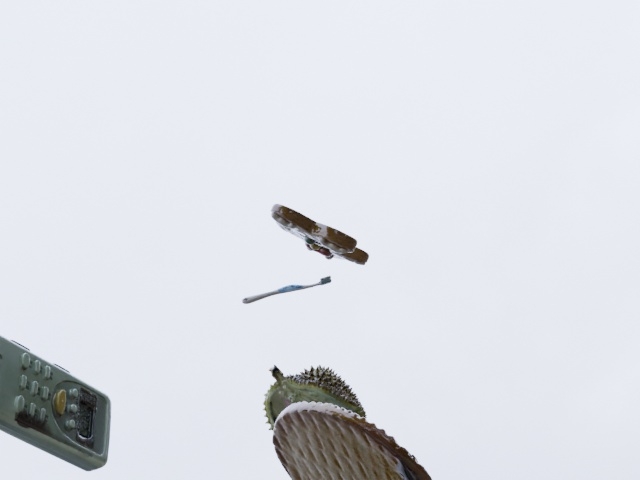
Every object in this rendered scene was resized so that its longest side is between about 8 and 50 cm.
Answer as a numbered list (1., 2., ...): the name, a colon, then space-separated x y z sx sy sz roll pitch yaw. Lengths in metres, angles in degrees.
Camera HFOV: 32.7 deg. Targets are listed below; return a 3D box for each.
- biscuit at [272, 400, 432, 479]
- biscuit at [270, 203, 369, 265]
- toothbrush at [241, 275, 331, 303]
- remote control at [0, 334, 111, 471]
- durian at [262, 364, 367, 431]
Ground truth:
1. biscuit: 0.055 0.389 1.832 0.040 0.318 0.318 -48 -10 -38
2. biscuit: 0.000 0.001 1.477 0.138 0.031 0.205 24 -4 7
3. toothbrush: -0.057 0.086 1.864 0.162 0.014 0.017 -15 -41 -14
4. remote control: -0.432 0.243 1.671 0.056 0.140 0.296 -24 -42 23
5. durian: -0.022 0.359 2.350 0.193 0.237 0.138 -41 -6 -4
